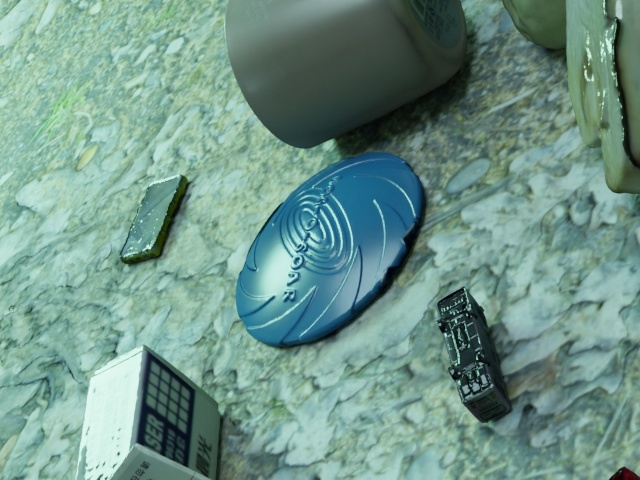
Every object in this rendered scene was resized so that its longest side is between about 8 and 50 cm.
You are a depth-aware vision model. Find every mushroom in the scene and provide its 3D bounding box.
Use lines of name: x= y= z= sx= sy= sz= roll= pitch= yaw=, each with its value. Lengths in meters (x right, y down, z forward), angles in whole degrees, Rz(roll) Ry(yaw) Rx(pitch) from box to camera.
mushroom: x=0.314 y=-0.159 z=1.683 sx=0.162 sy=0.173 sz=0.236 roll=-6 pitch=84 yaw=-2

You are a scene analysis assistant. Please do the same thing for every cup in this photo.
cup: x=0.047 y=-0.229 z=2.014 sx=0.200 sy=0.191 sz=0.253 roll=-21 pitch=8 yaw=29

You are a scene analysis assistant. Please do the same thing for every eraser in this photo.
eraser: x=-0.166 y=0.244 z=1.782 sx=0.081 sy=0.124 sz=0.279 roll=-27 pitch=38 yaw=26

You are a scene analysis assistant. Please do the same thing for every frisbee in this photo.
frisbee: x=0.000 y=0.000 z=1.928 sx=0.242 sy=0.045 sz=0.242 roll=-29 pitch=35 yaw=24

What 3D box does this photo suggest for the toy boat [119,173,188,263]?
toy boat: x=-0.195 y=-0.025 z=2.200 sx=0.063 sy=0.016 sz=0.115 roll=-14 pitch=45 yaw=41

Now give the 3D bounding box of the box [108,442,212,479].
box: x=-0.106 y=0.262 z=1.655 sx=0.198 sy=0.029 sz=0.109 roll=24 pitch=51 yaw=15

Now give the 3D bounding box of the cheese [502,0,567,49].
cheese: x=0.240 y=-0.323 z=1.848 sx=0.248 sy=0.251 sz=0.173 roll=-55 pitch=29 yaw=17

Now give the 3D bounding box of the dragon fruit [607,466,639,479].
dragon fruit: x=0.225 y=0.243 z=1.384 sx=0.147 sy=0.096 sz=0.102 roll=-59 pitch=6 yaw=45

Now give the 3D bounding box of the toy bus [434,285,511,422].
toy bus: x=0.135 y=0.100 z=1.658 sx=0.037 sy=0.052 sz=0.130 roll=-31 pitch=38 yaw=16
